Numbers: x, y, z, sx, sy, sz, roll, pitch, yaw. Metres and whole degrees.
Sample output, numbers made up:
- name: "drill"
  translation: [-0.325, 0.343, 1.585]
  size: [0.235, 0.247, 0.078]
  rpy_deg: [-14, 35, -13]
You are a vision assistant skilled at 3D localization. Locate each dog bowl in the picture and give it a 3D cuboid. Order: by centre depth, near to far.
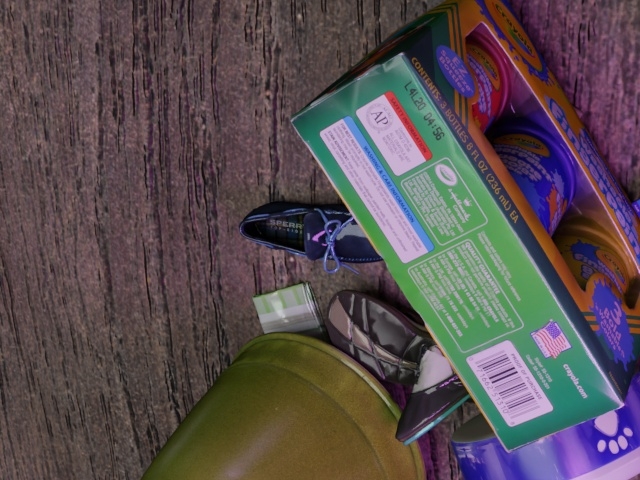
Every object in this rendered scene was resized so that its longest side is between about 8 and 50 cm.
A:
- name: "dog bowl"
  translation: [0.304, 0.253, 1.641]
  size: [0.265, 0.265, 0.104]
  rpy_deg: [-23, 90, 34]

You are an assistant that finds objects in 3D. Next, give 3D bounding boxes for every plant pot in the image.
- name: "plant pot"
  translation: [-0.097, 0.374, 1.820]
  size: [0.366, 0.353, 0.366]
  rpy_deg: [21, 128, 29]

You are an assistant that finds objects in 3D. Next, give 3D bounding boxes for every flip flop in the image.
- name: "flip flop"
  translation: [0.138, 0.149, 1.832]
  size: [0.277, 0.080, 0.112]
  rpy_deg: [18, 109, 10]

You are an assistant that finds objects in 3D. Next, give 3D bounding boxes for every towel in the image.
- name: "towel"
  translation: [-0.040, 0.146, 1.966]
  size: [0.113, 0.023, 0.152]
  rpy_deg: [-17, 95, 33]

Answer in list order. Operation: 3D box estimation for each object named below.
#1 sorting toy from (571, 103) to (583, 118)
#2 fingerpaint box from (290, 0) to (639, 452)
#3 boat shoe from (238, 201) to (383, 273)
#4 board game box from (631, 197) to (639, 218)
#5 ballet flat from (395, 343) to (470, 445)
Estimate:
- name: "sorting toy"
  translation: [0.245, -0.151, 1.691]
  size: [0.274, 0.046, 0.132]
  rpy_deg: [38, 120, 18]
- name: "fingerpaint box"
  translation: [0.210, -0.049, 1.496]
  size: [0.163, 0.371, 0.445]
  rpy_deg: [-28, 100, 30]
- name: "boat shoe"
  translation: [0.000, 0.000, 1.858]
  size: [0.258, 0.089, 0.109]
  rpy_deg: [0, 104, 31]
- name: "board game box"
  translation: [0.492, -0.021, 1.536]
  size: [0.160, 0.047, 0.210]
  rpy_deg: [60, 144, 4]
- name: "ballet flat"
  translation: [0.203, 0.165, 1.738]
  size: [0.280, 0.095, 0.096]
  rpy_deg: [-33, 85, 2]
